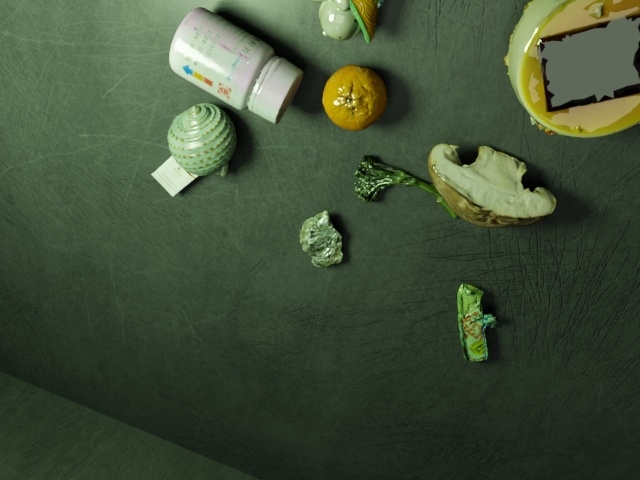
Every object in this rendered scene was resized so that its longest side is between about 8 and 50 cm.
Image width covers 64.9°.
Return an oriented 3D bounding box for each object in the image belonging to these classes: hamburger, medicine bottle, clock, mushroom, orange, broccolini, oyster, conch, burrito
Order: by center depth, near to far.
[{"bbox_3d":[0.463,-0.313,0.857,0.275,0.179,0.294,-12,117,24],"label":"hamburger"},{"bbox_3d":[0.030,-0.472,0.942,0.144,0.103,0.231,-25,112,35],"label":"clock"},{"bbox_3d":[0.070,-0.295,1.052,0.135,0.118,0.136,15,131,18],"label":"orange"},{"bbox_3d":[-0.174,-0.364,1.066,0.254,0.152,0.152,28,130,-3],"label":"medicine bottle"},{"bbox_3d":[0.350,-0.102,1.104,0.285,0.156,0.151,25,158,1],"label":"mushroom"},{"bbox_3d":[0.197,-0.101,1.198,0.271,0.062,0.123,26,140,-4],"label":"broccolini"},{"bbox_3d":[-0.283,-0.226,1.209,0.172,0.131,0.200,-11,117,3],"label":"conch"},{"bbox_3d":[0.000,0.000,1.337,0.124,0.064,0.177,-8,124,20],"label":"oyster"},{"bbox_3d":[0.426,0.228,1.356,0.104,0.054,0.288,-3,124,22],"label":"burrito"}]

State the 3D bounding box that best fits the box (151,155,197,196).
[{"bbox_3d":[-0.373,-0.189,1.343,0.154,0.040,0.084,-29,109,34],"label":"box"}]
